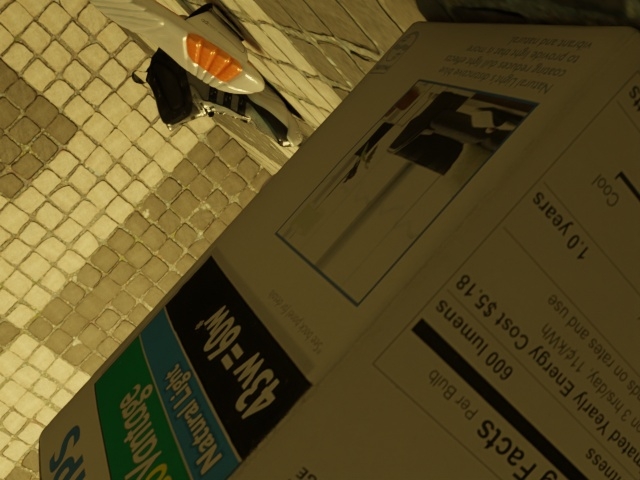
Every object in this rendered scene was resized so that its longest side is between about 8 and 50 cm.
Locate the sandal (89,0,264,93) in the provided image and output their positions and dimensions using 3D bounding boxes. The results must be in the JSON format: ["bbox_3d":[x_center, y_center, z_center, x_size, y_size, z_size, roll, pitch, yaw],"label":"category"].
[{"bbox_3d":[-0.166,-0.274,1.065,0.265,0.076,0.102,31,162,-36],"label":"sandal"}]

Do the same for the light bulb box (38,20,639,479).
[{"bbox_3d":[0.090,0.126,0.498,0.358,0.361,0.225,44,177,-23],"label":"light bulb box"}]

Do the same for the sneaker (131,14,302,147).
[{"bbox_3d":[-0.163,-0.208,1.314,0.268,0.153,0.101,43,178,-9],"label":"sneaker"}]

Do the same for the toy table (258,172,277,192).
[{"bbox_3d":[0.000,0.000,1.646,0.274,0.252,0.161,29,-156,-41],"label":"toy table"}]
